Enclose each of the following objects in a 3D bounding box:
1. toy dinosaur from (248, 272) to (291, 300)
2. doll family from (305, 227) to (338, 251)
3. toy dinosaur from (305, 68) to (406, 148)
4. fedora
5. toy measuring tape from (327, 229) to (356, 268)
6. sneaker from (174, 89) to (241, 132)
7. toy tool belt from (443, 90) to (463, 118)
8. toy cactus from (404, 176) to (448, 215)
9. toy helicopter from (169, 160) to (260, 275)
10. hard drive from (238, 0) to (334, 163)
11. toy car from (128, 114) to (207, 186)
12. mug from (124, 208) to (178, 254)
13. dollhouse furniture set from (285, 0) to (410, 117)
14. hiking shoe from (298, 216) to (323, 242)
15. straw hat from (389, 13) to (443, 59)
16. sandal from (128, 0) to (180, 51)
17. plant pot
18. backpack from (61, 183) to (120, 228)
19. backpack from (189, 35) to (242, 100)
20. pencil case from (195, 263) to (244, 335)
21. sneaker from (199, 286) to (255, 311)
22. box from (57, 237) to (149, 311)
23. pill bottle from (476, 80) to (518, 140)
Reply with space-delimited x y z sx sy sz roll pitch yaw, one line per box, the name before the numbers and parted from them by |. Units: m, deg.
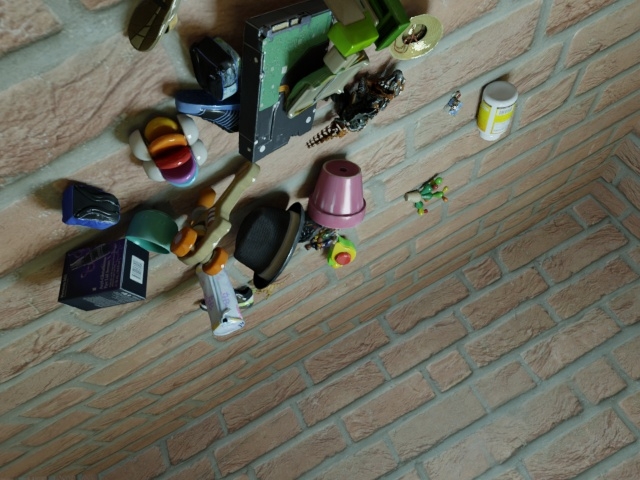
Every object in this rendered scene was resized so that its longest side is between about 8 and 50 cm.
toy dinosaur | -0.222 0.205 1.910 0.212 0.064 0.112 -2 139 -42
doll family | 0.000 0.000 1.785 0.111 0.076 0.193 -27 155 -18
toy dinosaur | 0.103 -0.367 1.231 0.321 0.164 0.218 -57 165 4
fedora | -0.192 -0.005 1.456 0.153 0.334 0.334 24 126 -21
toy measuring tape | 0.110 0.005 1.859 0.122 0.121 0.330 -14 140 -28
sneaker | -0.240 -0.305 1.054 0.232 0.081 0.090 -10 138 -36
toy tool belt | 0.471 -0.468 1.507 0.052 0.051 0.083 -11 146 -33
toy cactus | 0.457 -0.184 1.915 0.181 0.112 0.219 -6 153 -22
toy helicopter | -0.299 -0.085 1.268 0.140 0.235 0.355 38 86 -32
hard drive | -0.088 -0.370 1.029 0.237 0.064 0.338 -40 160 -35
toy car | -0.354 -0.202 1.051 0.159 0.136 0.182 -25 151 -11
mug | -0.483 -0.030 1.235 0.158 0.097 0.129 5 159 26
dollhouse furniture set | 0.015 -0.429 0.959 0.198 0.151 0.302 -35 -175 -29
hiking shoe | -0.019 -0.061 1.646 0.227 0.086 0.114 -28 -179 32
straw hat | 0.243 -0.552 1.144 0.145 0.061 0.144 -10 154 -5
sandal | -0.298 -0.433 0.824 0.180 0.072 0.049 -48 169 20
plant pot | 0.062 -0.167 1.472 0.202 0.201 0.180 -16 132 -26
backpack | -0.574 -0.080 1.087 0.101 0.097 0.120 -15 165 38
backpack | -0.221 -0.371 0.946 0.084 0.105 0.114 -42 167 -24
pencil case | -0.363 0.201 1.552 0.114 0.273 0.124 -25 153 3
sneaker | -0.387 0.235 1.812 0.235 0.084 0.097 -4 105 -29
box | -0.602 0.100 1.216 0.207 0.153 0.108 -13 154 12
pill bottle | 0.644 -0.470 1.601 0.117 0.117 0.215 -28 152 -5
